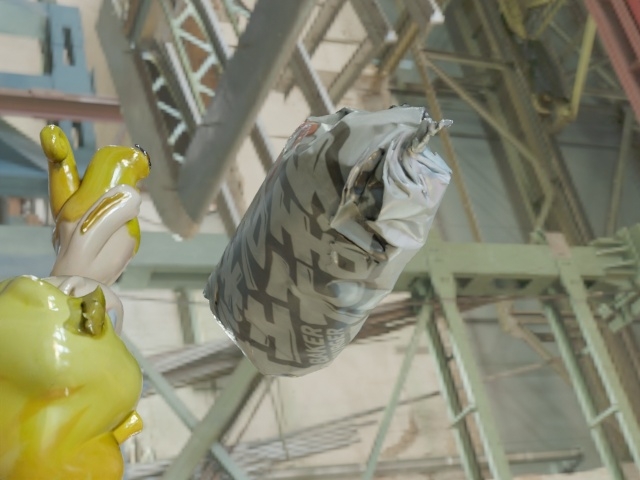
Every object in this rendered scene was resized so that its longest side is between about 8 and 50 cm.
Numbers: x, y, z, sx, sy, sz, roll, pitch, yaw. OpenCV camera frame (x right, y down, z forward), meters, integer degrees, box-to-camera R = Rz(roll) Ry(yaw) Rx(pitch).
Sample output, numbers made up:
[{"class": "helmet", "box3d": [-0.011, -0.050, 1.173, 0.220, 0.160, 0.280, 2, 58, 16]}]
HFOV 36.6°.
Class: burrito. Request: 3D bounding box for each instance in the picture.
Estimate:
[{"class": "burrito", "box3d": [0.000, 0.000, 0.751, 0.139, 0.101, 0.445, 45, -27, 7]}]

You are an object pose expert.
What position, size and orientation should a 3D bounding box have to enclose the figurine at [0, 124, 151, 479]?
[{"class": "figurine", "box3d": [-0.156, 0.049, 0.570, 0.156, 0.131, 0.246, 121, -17, -47]}]
